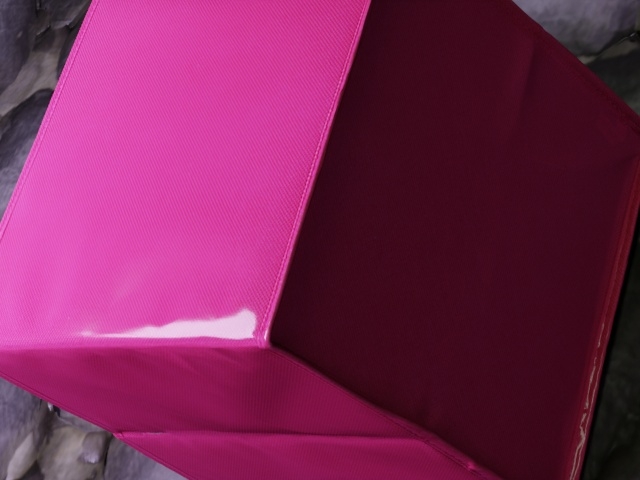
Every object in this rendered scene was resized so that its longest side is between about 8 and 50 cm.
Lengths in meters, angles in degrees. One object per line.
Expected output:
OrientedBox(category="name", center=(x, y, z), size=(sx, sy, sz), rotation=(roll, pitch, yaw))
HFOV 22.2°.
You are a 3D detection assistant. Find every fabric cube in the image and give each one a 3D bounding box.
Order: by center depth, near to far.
OrientedBox(category="fabric cube", center=(0.000, 0.000, 0.935), size=(0.258, 0.259, 0.254), rotation=(-6, 58, 44))
